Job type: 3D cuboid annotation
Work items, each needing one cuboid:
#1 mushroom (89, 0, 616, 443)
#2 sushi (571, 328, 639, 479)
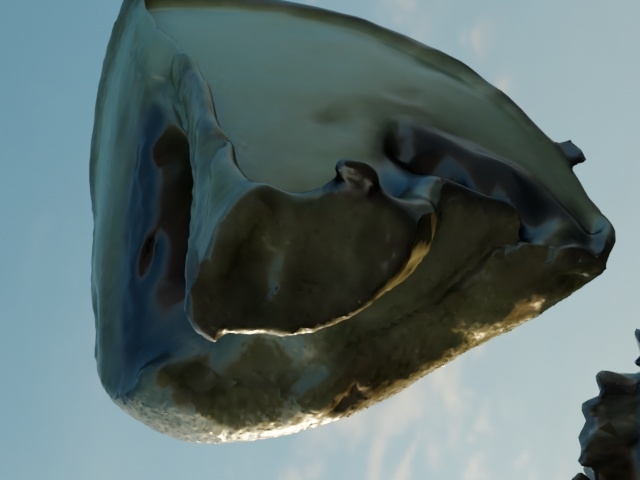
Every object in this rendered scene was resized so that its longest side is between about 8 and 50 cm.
[{"bbox_3d":[0.006,0.000,0.649,0.217,0.292,0.212,12,-76,-22],"label":"mushroom"},{"bbox_3d":[0.277,0.192,0.685,0.176,0.417,0.417,38,-127,-20],"label":"sushi"}]
